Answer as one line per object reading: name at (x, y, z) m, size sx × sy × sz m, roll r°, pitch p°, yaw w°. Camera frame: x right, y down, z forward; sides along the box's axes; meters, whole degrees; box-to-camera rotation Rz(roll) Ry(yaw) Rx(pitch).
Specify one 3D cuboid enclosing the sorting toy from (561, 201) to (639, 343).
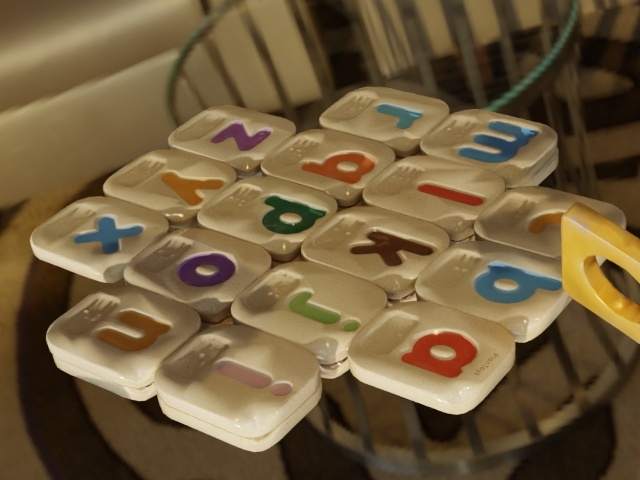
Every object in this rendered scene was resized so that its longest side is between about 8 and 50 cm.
sorting toy at (0.215, 0.099, 0.536) m, size 0.047 × 0.196 × 0.347 m, roll -42°, pitch 47°, yaw -18°

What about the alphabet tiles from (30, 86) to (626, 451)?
alphabet tiles at (0.000, 0.000, 0.740) m, size 0.278 × 0.021 × 0.284 m, roll 17°, pitch 40°, yaw 32°
